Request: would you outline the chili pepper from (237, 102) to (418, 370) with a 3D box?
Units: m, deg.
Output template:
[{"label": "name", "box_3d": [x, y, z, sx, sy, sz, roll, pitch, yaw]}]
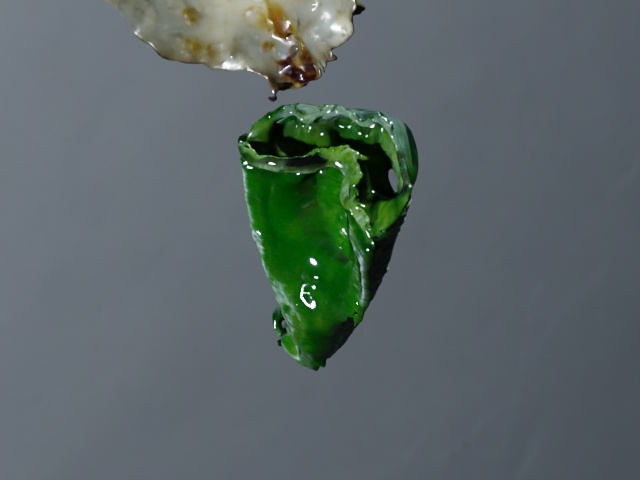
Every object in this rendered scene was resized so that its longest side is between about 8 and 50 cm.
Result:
[{"label": "chili pepper", "box_3d": [-0.002, 0.001, 1.180, 0.062, 0.108, 0.216, -43, 158, -38]}]

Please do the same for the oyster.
[{"label": "oyster", "box_3d": [-0.051, -0.241, 1.293, 0.197, 0.133, 0.337, 7, 143, -10]}]
